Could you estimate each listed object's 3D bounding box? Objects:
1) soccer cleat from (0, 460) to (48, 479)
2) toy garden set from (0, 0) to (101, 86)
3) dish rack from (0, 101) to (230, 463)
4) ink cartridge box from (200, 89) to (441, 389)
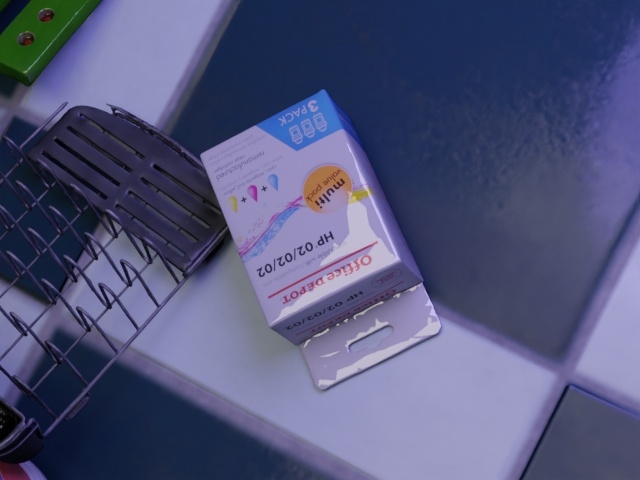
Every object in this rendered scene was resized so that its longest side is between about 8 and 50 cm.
[{"bbox_3d":[-0.335,0.136,1.041,0.318,0.116,0.108,29,85,24],"label":"soccer cleat"},{"bbox_3d":[-0.321,-0.168,1.153,0.244,0.049,0.204,26,66,22],"label":"toy garden set"},{"bbox_3d":[-0.204,0.014,1.035,0.208,0.074,0.271,35,73,24],"label":"dish rack"},{"bbox_3d":[0.000,0.000,0.996,0.104,0.061,0.181,-28,67,10],"label":"ink cartridge box"}]
